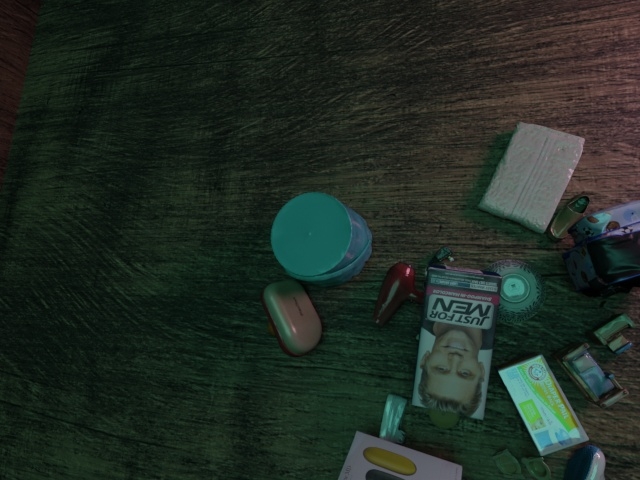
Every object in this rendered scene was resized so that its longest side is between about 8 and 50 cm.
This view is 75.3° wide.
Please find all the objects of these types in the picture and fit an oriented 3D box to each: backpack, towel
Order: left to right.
[{"bbox_3d":[0.576,-0.178,1.136,0.187,0.049,0.282,26,89,23],"label":"towel"},{"bbox_3d":[0.688,0.028,0.941,0.277,0.263,0.213,-11,68,8],"label":"backpack"}]

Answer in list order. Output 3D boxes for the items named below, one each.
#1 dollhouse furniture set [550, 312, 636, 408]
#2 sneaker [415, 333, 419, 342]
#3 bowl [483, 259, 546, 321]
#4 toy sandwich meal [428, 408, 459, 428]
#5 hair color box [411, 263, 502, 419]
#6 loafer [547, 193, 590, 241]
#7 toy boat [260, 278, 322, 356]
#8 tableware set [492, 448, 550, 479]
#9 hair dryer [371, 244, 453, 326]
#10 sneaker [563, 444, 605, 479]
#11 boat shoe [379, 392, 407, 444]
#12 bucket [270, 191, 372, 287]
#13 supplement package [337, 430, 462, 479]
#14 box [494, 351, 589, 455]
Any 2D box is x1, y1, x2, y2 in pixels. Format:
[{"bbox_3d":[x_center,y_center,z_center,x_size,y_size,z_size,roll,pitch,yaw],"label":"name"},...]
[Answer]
[{"bbox_3d":[0.671,0.274,0.963,0.184,0.129,0.129,-37,70,8],"label":"dollhouse furniture set"},{"bbox_3d":[0.337,0.238,1.129,0.161,0.057,0.075,-15,57,17],"label":"sneaker"},{"bbox_3d":[0.498,0.127,1.079,0.170,0.080,0.170,-4,77,18],"label":"bowl"},{"bbox_3d":[0.326,0.451,1.095,0.086,0.029,0.085,-3,81,19],"label":"toy sandwich meal"},{"bbox_3d":[0.334,0.243,1.032,0.174,0.105,0.347,7,94,15],"label":"hair color box"},{"bbox_3d":[0.650,-0.065,1.085,0.056,0.050,0.148,34,90,22],"label":"loafer"},{"bbox_3d":[-0.104,0.240,1.239,0.151,0.151,0.231,-44,65,38],"label":"toy boat"},{"bbox_3d":[0.496,0.576,0.979,0.141,0.020,0.168,-38,72,47],"label":"tableware set"},{"bbox_3d":[0.266,0.149,1.131,0.294,0.080,0.223,-28,56,13],"label":"hair dryer"},{"bbox_3d":[0.619,0.587,0.945,0.092,0.087,0.228,11,87,9],"label":"sneaker"},{"bbox_3d":[0.197,0.510,1.110,0.063,0.066,0.184,7,71,21],"label":"boat shoe"},{"bbox_3d":[0.000,0.000,1.214,0.281,0.183,0.281,-4,77,19],"label":"bucket"},{"bbox_3d":[0.176,0.630,0.976,0.263,0.199,0.198,10,118,20],"label":"supplement package"},{"bbox_3d":[0.525,0.386,1.001,0.114,0.103,0.203,-27,72,11],"label":"box"}]
